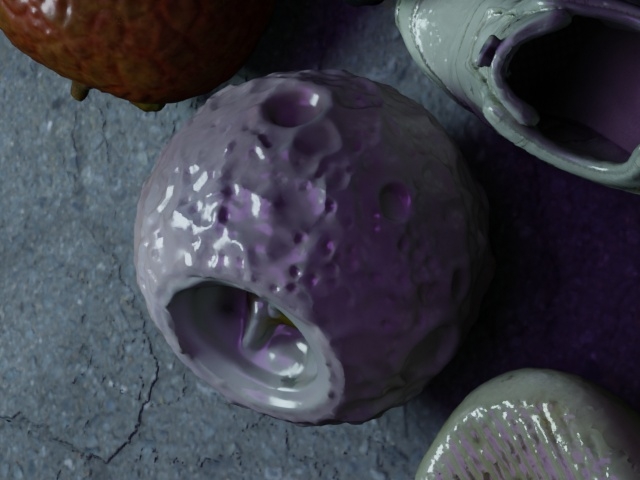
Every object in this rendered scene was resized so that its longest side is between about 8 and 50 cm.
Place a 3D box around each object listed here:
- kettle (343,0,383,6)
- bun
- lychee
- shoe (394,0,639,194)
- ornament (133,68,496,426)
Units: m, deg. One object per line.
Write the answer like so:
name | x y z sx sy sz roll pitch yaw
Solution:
kettle | 0.075 -0.286 1.182 0.232 0.144 0.202 -59 25 21
bun | 0.165 0.198 1.068 0.231 0.133 0.231 1 92 40
lychee | -0.159 -0.222 1.305 0.255 0.255 0.300 42 123 33
shoe | 0.158 -0.120 1.064 0.342 0.211 0.132 31 103 36
ornament | 0.000 0.000 1.152 0.259 0.259 0.225 0 43 37
